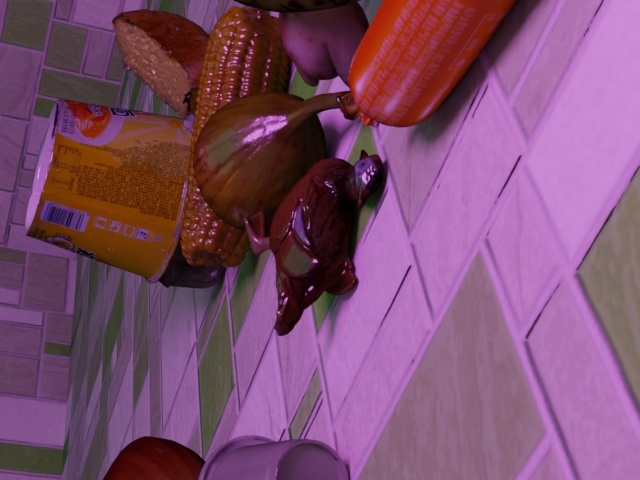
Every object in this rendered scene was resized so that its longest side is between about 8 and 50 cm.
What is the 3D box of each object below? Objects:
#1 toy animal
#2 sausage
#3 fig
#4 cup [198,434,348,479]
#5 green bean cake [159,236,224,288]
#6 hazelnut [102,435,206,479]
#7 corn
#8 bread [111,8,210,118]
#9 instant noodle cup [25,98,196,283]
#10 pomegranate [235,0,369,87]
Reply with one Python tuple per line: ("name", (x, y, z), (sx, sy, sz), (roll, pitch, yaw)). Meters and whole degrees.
("toy animal", (0.000, 0.000, 1.097), (0.179, 0.089, 0.188), (-24, 51, 52))
("sausage", (0.099, -0.186, 0.865), (0.312, 0.093, 0.093), (122, 153, -52))
("fig", (-0.049, -0.115, 1.195), (0.259, 0.151, 0.151), (129, 148, -58))
("cup", (-0.044, 0.235, 1.037), (0.141, 0.120, 0.120), (-34, 48, 57))
("green bean cake", (-0.192, -0.020, 1.684), (0.173, 0.094, 0.181), (-154, 77, -71))
("hazelnut", (-0.198, 0.363, 1.387), (0.181, 0.181, 0.212), (-32, -41, -74))
("corn", (-0.116, -0.140, 1.474), (0.120, 0.121, 0.363), (176, 105, -72))
("bread", (-0.263, -0.339, 2.029), (0.260, 0.134, 0.129), (46, 147, 29))
("instant noodle cup", (-0.310, -0.082, 1.610), (0.264, 0.200, 0.264), (-167, 90, -71))
("pomegranate", (-0.013, -0.295, 1.039), (0.285, 0.285, 0.340), (-103, 5, -53))
